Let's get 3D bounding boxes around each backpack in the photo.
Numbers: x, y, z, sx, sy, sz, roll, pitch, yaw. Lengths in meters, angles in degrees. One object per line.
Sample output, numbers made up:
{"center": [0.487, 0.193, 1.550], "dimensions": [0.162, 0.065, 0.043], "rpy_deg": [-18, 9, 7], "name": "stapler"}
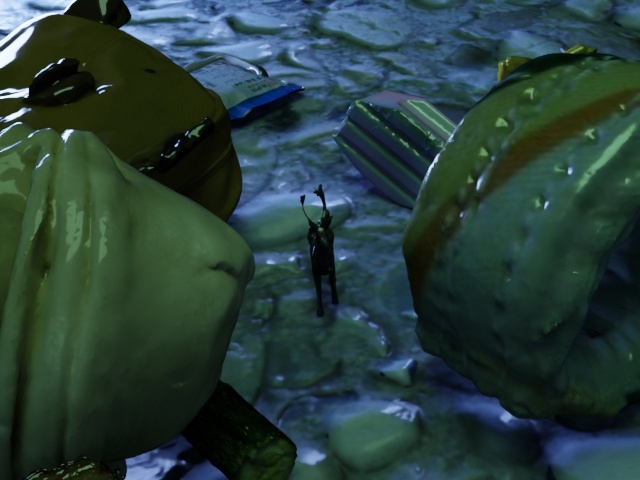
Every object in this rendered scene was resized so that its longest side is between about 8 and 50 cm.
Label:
{"center": [-0.255, -0.092, 0.937], "dimensions": [0.378, 0.201, 0.353], "rpy_deg": [14, 43, 28], "name": "backpack"}

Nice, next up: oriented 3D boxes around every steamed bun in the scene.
{"center": [-0.210, 0.070, 0.637], "dimensions": [0.289, 0.275, 0.203], "rpy_deg": [18, 30, 13], "name": "steamed bun"}

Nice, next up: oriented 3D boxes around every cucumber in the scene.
{"center": [-0.097, 0.126, 0.740], "dimensions": [0.058, 0.058, 0.187], "rpy_deg": [-30, 43, -32], "name": "cucumber"}

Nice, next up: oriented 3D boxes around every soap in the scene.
{"center": [0.091, -0.094, 0.990], "dimensions": [0.149, 0.100, 0.056], "rpy_deg": [41, 44, 13], "name": "soap"}

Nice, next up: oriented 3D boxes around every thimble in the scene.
{"center": [0.204, 0.000, 0.728], "dimensions": [0.288, 0.254, 0.167], "rpy_deg": [-45, 44, -8], "name": "thimble"}

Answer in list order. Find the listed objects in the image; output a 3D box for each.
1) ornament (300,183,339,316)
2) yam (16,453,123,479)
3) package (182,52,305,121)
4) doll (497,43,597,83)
{"center": [0.000, 0.000, 0.849], "dimensions": [0.028, 0.125, 0.073], "rpy_deg": [-6, 38, 2], "name": "ornament"}
{"center": [-0.138, 0.204, 0.565], "dimensions": [0.079, 0.141, 0.079], "rpy_deg": [-4, 34, 2], "name": "yam"}
{"center": [-0.136, -0.190, 1.209], "dimensions": [0.171, 0.027, 0.173], "rpy_deg": [-28, 43, -35], "name": "package"}
{"center": [0.297, -0.090, 0.975], "dimensions": [0.160, 0.094, 0.365], "rpy_deg": [-11, 36, -5], "name": "doll"}
